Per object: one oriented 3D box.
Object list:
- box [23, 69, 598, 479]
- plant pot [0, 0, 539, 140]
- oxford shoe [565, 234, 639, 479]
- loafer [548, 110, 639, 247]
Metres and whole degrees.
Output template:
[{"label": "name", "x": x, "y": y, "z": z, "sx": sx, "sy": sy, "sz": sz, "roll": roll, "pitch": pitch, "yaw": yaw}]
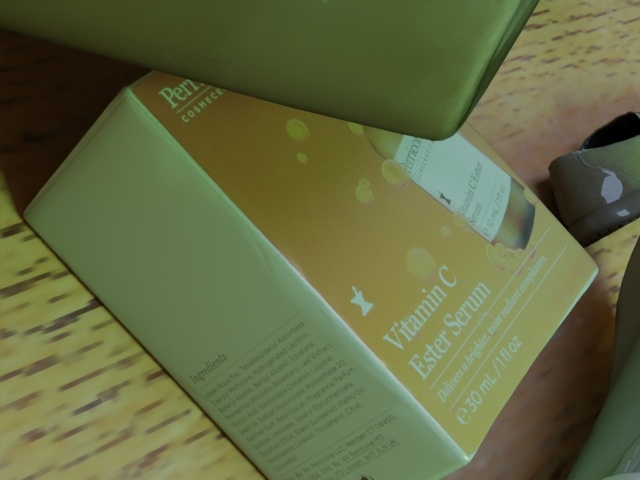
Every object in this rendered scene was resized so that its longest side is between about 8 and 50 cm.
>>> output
[{"label": "box", "x": 0.000, "y": 0.000, "z": 0.494, "sx": 0.170, "sy": 0.091, "sz": 0.130, "roll": 47, "pitch": 46, "yaw": -4}, {"label": "plant pot", "x": -0.038, "y": -0.177, "z": 0.367, "sx": 0.280, "sy": 0.323, "sz": 0.323, "roll": 30, "pitch": 46, "yaw": 5}, {"label": "oxford shoe", "x": 0.119, "y": 0.146, "z": 0.459, "sx": 0.130, "sy": 0.169, "sz": 0.449, "roll": 16, "pitch": 53, "yaw": -4}, {"label": "loafer", "x": 0.171, "y": -0.046, "z": 0.678, "sx": 0.148, "sy": 0.056, "sz": 0.050, "roll": -30, "pitch": 89, "yaw": -44}]
